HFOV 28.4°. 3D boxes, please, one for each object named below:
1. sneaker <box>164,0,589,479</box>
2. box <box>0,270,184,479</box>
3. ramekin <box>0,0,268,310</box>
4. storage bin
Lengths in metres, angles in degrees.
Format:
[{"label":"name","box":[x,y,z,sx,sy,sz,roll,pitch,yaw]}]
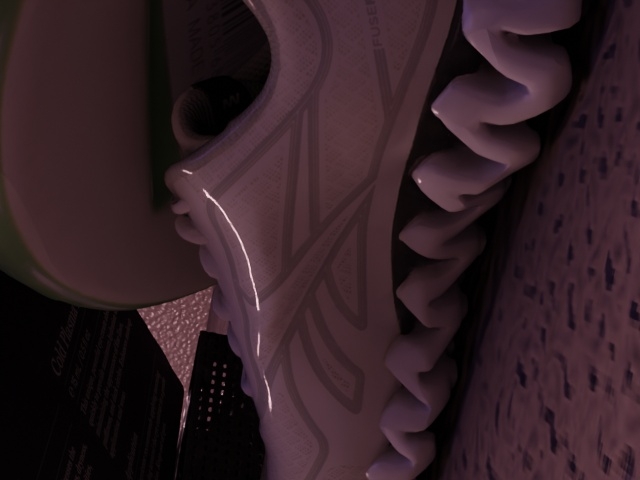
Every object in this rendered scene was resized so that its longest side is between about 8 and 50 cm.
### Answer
[{"label":"sneaker","box":[0.000,0.000,0.460,0.110,0.118,0.292,-93,13,-55]},{"label":"box","box":[-0.229,0.086,0.663,0.343,0.179,0.312,-92,-21,-63]},{"label":"ramekin","box":[-0.067,-0.119,0.499,0.303,0.148,0.303,-39,-30,-28]},{"label":"storage bin","box":[-0.049,0.155,0.783,0.180,0.084,0.122,-91,13,-56]}]
